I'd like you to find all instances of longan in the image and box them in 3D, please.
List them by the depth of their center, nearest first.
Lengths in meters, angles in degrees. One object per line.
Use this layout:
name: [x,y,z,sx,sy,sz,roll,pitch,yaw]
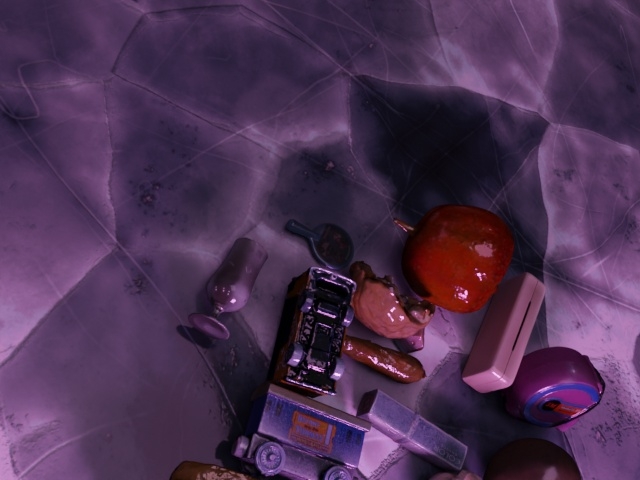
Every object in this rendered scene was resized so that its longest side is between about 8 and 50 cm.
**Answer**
longan: [0.524,0.602,1.700,0.246,0.246,0.215,30,27,-14]

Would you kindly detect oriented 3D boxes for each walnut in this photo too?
walnut: [0.152,0.158,1.702,0.238,0.204,0.141,33,94,12]

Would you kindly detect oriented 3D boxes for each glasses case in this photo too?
glasses case: [0.497,0.246,1.869,0.076,0.144,0.336,36,60,-8]

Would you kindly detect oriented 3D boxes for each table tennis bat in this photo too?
table tennis bat: [0.000,0.000,1.782,0.201,0.033,0.124,28,59,-20]

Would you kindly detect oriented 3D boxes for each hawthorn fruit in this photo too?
hawthorn fruit: [0.331,0.025,1.807,0.330,0.287,0.287,28,60,-7]

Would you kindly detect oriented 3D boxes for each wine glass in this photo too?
wine glass: [-0.205,0.106,1.594,0.103,0.103,0.231,35,56,-11]

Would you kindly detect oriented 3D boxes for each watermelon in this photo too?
watermelon: [0.233,0.241,1.781,0.092,0.072,0.084,12,50,-20]

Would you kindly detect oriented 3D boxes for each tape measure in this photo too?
tape measure: [0.602,0.389,1.817,0.231,0.245,0.149,20,38,-21]

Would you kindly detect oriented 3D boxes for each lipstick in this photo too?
lipstick: [0.226,0.467,1.683,0.290,0.076,0.077,34,58,-11]

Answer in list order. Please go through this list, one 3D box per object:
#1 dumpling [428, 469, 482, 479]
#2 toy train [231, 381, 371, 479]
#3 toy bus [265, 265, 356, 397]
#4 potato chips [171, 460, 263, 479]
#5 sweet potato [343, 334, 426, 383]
dumpling: [0.315,0.604,1.644,0.199,0.118,0.136,2,111,-40]
toy train: [-0.037,0.448,1.527,0.300,0.131,0.202,26,59,-16]
toy bus: [-0.021,0.215,1.606,0.138,0.167,0.275,21,65,-18]
potato chips: [-0.116,0.554,1.479,0.407,0.080,0.057,28,50,-15]
sweet potato: [0.143,0.288,1.708,0.273,0.075,0.075,27,61,-21]
